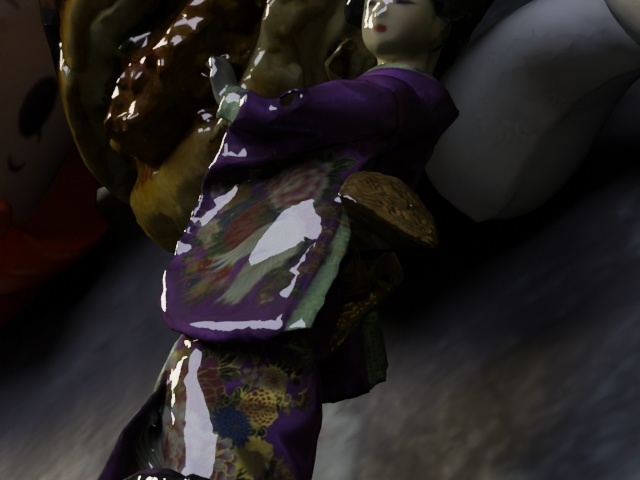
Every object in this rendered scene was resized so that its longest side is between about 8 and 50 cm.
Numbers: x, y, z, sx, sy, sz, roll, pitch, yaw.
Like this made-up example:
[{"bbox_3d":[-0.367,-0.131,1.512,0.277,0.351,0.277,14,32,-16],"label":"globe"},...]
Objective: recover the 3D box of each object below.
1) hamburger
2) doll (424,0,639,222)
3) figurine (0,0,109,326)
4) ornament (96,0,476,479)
[{"bbox_3d":[-0.013,-0.084,0.607,0.183,0.130,0.206,-53,-4,1],"label":"hamburger"},{"bbox_3d":[0.127,-0.097,0.452,0.252,0.111,0.237,25,101,61],"label":"doll"},{"bbox_3d":[-0.130,-0.155,0.759,0.412,0.241,0.306,-43,52,24],"label":"figurine"},{"bbox_3d":[-0.007,-0.002,0.453,0.088,0.081,0.203,-12,54,45],"label":"ornament"}]
